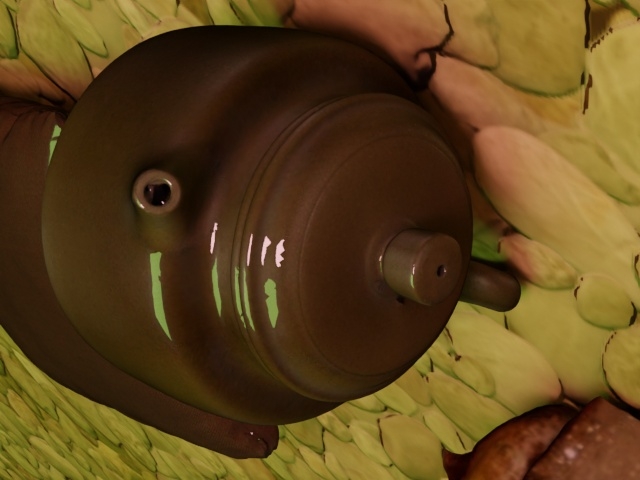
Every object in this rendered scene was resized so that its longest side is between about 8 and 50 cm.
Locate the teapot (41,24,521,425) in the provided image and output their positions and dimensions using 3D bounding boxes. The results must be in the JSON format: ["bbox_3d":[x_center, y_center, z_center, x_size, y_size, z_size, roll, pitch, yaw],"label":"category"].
[{"bbox_3d":[0.000,0.000,0.699,0.267,0.186,0.175,15,-178,-45],"label":"teapot"}]

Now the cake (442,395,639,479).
[{"bbox_3d":[0.154,0.222,0.787,0.293,0.199,0.196,36,158,22],"label":"cake"}]

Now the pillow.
[{"bbox_3d":[-0.186,0.011,1.094,0.308,0.108,0.305,15,141,50],"label":"pillow"}]
